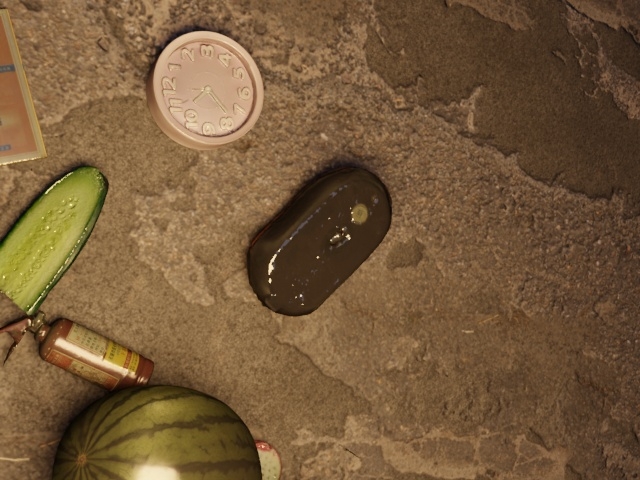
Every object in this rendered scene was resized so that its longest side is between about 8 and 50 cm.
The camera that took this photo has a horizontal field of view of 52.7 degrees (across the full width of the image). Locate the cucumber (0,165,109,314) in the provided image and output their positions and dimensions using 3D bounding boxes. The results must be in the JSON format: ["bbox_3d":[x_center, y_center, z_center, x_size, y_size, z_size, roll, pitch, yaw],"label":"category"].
[{"bbox_3d":[-0.417,-0.008,1.028,0.115,0.063,0.244,31,76,11],"label":"cucumber"}]

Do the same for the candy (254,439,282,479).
[{"bbox_3d":[-0.119,0.416,1.175,0.103,0.043,0.103,1,89,-25],"label":"candy"}]

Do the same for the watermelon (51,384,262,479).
[{"bbox_3d":[-0.233,0.363,0.985,0.359,0.278,0.279,34,72,-54],"label":"watermelon"}]

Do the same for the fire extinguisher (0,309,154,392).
[{"bbox_3d":[-0.399,0.186,1.026,0.252,0.075,0.106,33,66,-22],"label":"fire extinguisher"}]

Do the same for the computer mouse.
[{"bbox_3d":[-0.002,-0.001,1.204,0.323,0.116,0.183,-44,110,-12],"label":"computer mouse"}]

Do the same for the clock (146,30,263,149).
[{"bbox_3d":[-0.203,-0.262,1.140,0.196,0.068,0.197,1,89,-25],"label":"clock"}]

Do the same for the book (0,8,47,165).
[{"bbox_3d":[-0.543,-0.231,1.003,0.170,0.018,0.242,-16,96,-26],"label":"book"}]
